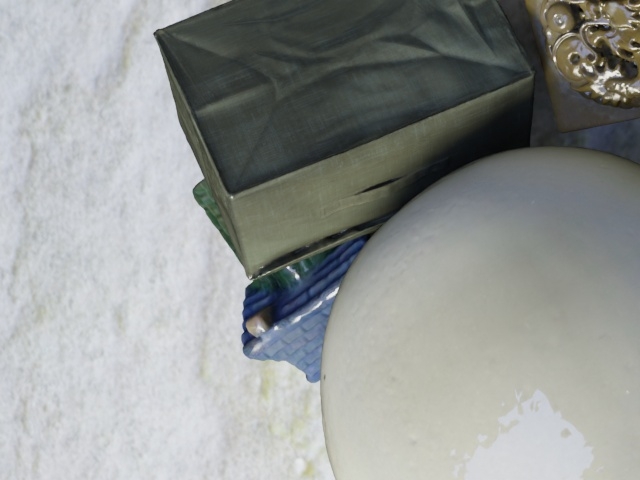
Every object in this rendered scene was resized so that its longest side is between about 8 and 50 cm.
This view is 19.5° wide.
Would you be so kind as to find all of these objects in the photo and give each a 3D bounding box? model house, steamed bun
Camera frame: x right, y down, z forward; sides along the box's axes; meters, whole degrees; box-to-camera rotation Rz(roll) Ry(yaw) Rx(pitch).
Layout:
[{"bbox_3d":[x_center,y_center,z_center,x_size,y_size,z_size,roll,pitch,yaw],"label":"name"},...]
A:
[{"bbox_3d":[0.000,0.000,1.455,0.166,0.172,0.183,-37,86,35],"label":"model house"},{"bbox_3d":[0.148,0.095,1.265,0.324,0.206,0.324,-5,78,23],"label":"steamed bun"}]

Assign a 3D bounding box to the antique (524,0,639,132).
[{"bbox_3d":[0.232,-0.163,1.283,0.152,0.148,0.146,-11,99,35],"label":"antique"}]

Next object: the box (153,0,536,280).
[{"bbox_3d":[0.021,-0.097,1.333,0.231,0.149,0.155,-21,67,-5],"label":"box"}]
